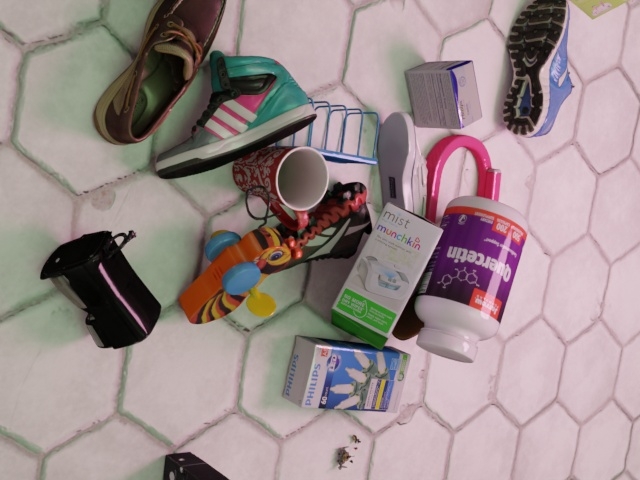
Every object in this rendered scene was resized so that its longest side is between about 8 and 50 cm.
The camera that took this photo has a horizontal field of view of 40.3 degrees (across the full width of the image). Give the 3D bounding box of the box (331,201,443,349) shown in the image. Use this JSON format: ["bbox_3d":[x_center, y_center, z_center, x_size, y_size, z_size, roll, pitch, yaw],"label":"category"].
[{"bbox_3d":[0.122,0.075,1.710,0.126,0.262,0.231,28,79,7],"label":"box"}]

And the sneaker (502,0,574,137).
[{"bbox_3d":[0.510,-0.396,2.012,0.147,0.129,0.330,6,97,-52],"label":"sneaker"}]

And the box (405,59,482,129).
[{"bbox_3d":[0.256,-0.303,1.814,0.072,0.137,0.126,-27,113,-31],"label":"box"}]

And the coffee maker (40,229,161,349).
[{"bbox_3d":[-0.342,0.084,1.429,0.120,0.171,0.178,-54,128,-35],"label":"coffee maker"}]

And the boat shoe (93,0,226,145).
[{"bbox_3d":[-0.244,-0.303,1.455,0.123,0.123,0.342,42,74,-34],"label":"boat shoe"}]

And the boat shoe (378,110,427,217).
[{"bbox_3d":[0.179,-0.147,1.827,0.084,0.095,0.258,-19,120,-37],"label":"boat shoe"}]

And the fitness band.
[{"bbox_3d":[0.308,-0.090,1.947,0.209,0.054,0.291,2,96,-36],"label":"fitness band"}]

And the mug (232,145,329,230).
[{"bbox_3d":[-0.084,-0.103,1.583,0.113,0.169,0.150,10,93,-38],"label":"mug"}]

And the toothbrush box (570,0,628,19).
[{"bbox_3d":[0.570,-0.660,1.944,0.283,0.122,0.206,22,59,-36],"label":"toothbrush box"}]

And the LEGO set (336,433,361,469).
[{"bbox_3d":[0.055,0.458,1.888,0.083,0.023,0.054,-39,122,-39],"label":"LEGO set"}]

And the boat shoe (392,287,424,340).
[{"bbox_3d":[0.231,0.144,1.924,0.207,0.073,0.073,-46,163,-15],"label":"boat shoe"}]

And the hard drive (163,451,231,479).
[{"bbox_3d":[-0.182,0.538,1.527,0.064,0.339,0.237,2,96,-36],"label":"hard drive"}]

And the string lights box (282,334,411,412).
[{"bbox_3d":[0.057,0.280,1.817,0.259,0.077,0.133,11,93,-37],"label":"string lights box"}]

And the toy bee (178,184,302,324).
[{"bbox_3d":[-0.115,0.045,1.556,0.162,0.298,0.195,5,64,-45],"label":"toy bee"}]

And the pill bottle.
[{"bbox_3d":[0.306,0.082,1.815,0.181,0.181,0.323,30,73,-36],"label":"pill bottle"}]

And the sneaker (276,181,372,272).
[{"bbox_3d":[0.000,0.000,1.708,0.276,0.097,0.135,-36,116,-27],"label":"sneaker"}]

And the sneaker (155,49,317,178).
[{"bbox_3d":[-0.174,-0.235,1.525,0.295,0.124,0.178,-24,86,-5],"label":"sneaker"}]

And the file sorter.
[{"bbox_3d":[0.013,-0.207,1.669,0.170,0.118,0.104,5,92,-37],"label":"file sorter"}]
